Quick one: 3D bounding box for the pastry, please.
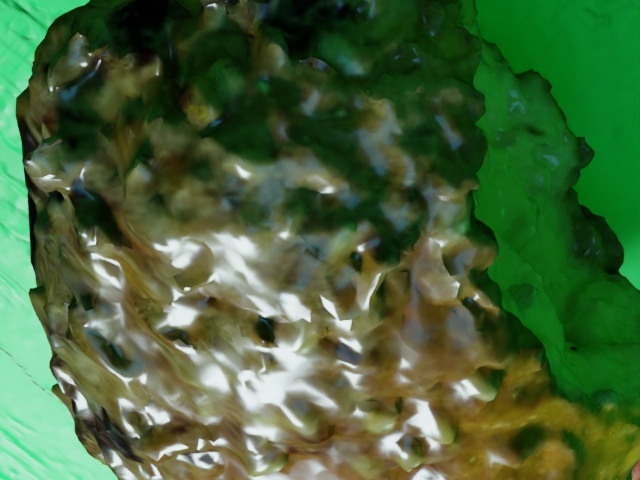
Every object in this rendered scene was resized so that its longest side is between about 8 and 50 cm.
[{"bbox_3d":[-0.008,0.011,0.891,0.337,0.292,0.405,-17,126,26],"label":"pastry"}]

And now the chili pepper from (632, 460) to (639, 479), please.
[{"bbox_3d":[0.194,0.137,1.030,0.387,0.110,0.110,-38,107,29],"label":"chili pepper"}]
